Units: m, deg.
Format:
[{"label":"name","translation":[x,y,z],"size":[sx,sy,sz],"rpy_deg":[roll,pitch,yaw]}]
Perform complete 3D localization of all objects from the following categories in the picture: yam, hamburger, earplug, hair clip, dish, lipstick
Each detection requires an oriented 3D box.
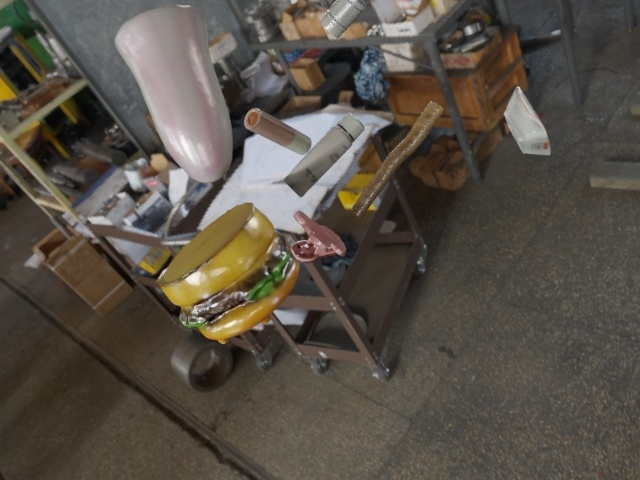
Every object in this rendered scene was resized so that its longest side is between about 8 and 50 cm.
[{"label":"yam","translation":[0.185,-0.194,1.381],"size":[0.327,0.045,0.045],"rpy_deg":[-53,48,7]},{"label":"hamburger","translation":[-0.243,0.096,1.675],"size":[0.395,0.277,0.396],"rpy_deg":[-32,22,15]},{"label":"earplug","translation":[-0.243,-0.250,1.047],"size":[0.172,0.301,0.172],"rpy_deg":[-21,-4,-1]},{"label":"hair clip","translation":[0.004,-0.008,1.341],"size":[0.138,0.102,0.123],"rpy_deg":[-8,48,-29]},{"label":"dish","translation":[0.525,-0.299,1.466],"size":[0.064,0.234,0.154],"rpy_deg":[-28,71,17]},{"label":"lipstick","translation":[-0.130,-0.342,1.806],"size":[0.070,0.254,0.070],"rpy_deg":[-10,74,35]}]

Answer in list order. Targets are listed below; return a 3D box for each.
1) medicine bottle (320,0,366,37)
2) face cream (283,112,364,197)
[{"label":"medicine bottle","translation":[0.049,-0.491,1.228],"size":[0.091,0.058,0.058],"rpy_deg":[-42,29,29]},{"label":"face cream","translation":[0.012,-0.284,1.868],"size":[0.314,0.143,0.089],"rpy_deg":[-45,60,2]}]
